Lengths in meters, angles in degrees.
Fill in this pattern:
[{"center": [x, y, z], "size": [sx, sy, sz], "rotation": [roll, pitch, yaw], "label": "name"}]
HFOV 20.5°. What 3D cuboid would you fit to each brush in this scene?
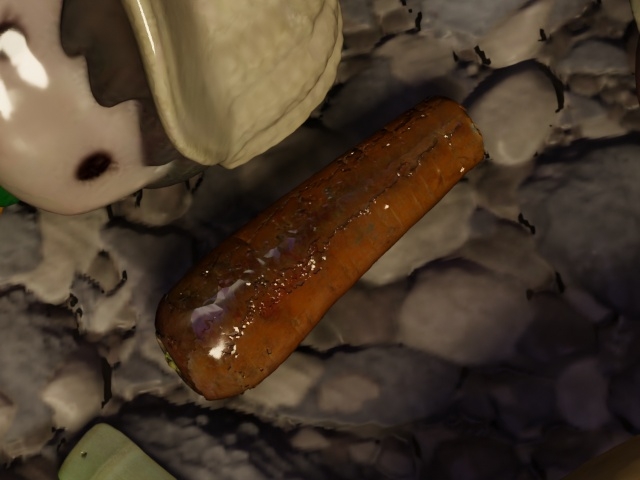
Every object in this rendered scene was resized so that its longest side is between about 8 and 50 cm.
[{"center": [-0.041, 0.127, 0.696], "size": [0.178, 0.030, 0.033], "rotation": [33, 89, 28], "label": "brush"}]

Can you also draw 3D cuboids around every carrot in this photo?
[{"center": [0.000, 0.000, 0.731], "size": [0.161, 0.055, 0.055], "rotation": [-43, 60, -8], "label": "carrot"}]

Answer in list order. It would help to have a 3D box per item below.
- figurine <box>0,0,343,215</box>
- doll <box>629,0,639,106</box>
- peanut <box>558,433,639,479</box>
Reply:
[{"center": [-0.147, -0.079, 0.759], "size": [0.332, 0.185, 0.204], "rotation": [-18, 35, 28], "label": "figurine"}, {"center": [0.207, -0.095, 0.603], "size": [0.268, 0.284, 0.216], "rotation": [26, 106, 6], "label": "doll"}, {"center": [0.100, 0.187, 0.538], "size": [0.192, 0.169, 0.387], "rotation": [28, 76, 22], "label": "peanut"}]
